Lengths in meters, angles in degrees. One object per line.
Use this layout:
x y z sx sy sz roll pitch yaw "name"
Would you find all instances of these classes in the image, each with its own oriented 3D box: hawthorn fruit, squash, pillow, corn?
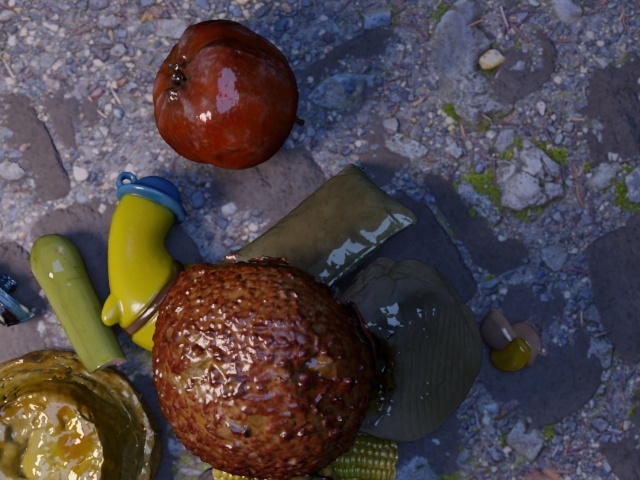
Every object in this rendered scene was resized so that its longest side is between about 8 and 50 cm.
-0.126 -0.225 1.523 0.271 0.242 0.242 14 77 -36 "hawthorn fruit"
-0.383 0.099 1.474 0.083 0.083 0.250 -27 73 -10 "squash"
0.000 0.000 1.530 0.302 0.075 0.185 -38 52 -11 "pillow"
-0.019 0.337 1.482 0.305 0.122 0.123 7 52 -8 "corn"

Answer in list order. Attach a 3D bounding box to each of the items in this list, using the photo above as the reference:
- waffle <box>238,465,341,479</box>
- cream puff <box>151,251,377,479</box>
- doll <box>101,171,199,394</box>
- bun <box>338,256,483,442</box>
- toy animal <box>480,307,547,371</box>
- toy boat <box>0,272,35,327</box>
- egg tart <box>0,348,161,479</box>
-0.054 0.462 1.428 0.300 0.058 0.282 -27 111 3 "waffle"
-0.096 0.190 1.294 0.350 0.350 0.228 44 44 2 "cream puff"
-0.257 0.060 1.477 0.199 0.145 0.363 -12 78 -34 "doll"
0.115 0.161 1.477 0.281 0.205 0.282 -12 113 -31 "bun"
0.321 0.167 1.570 0.082 0.091 0.114 -23 53 -27 "toy animal"
-0.511 0.081 1.491 0.137 0.060 0.061 42 54 7 "toy boat"
-0.410 0.328 1.427 0.341 0.129 0.341 1 82 -7 "egg tart"
